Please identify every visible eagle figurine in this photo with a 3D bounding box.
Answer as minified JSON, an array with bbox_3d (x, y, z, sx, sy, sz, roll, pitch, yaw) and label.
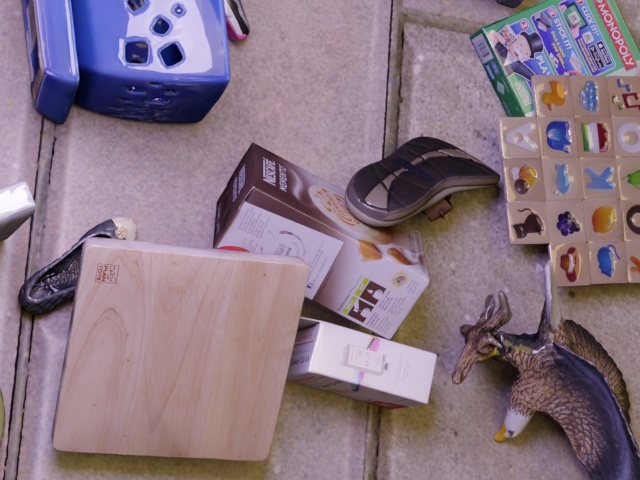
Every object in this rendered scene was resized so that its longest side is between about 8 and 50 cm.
[{"bbox_3d":[0.307,0.196,1.952,0.298,0.225,0.226,32,60,-1],"label":"eagle figurine"}]

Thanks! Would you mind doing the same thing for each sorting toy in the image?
[{"bbox_3d":[-0.167,0.116,1.777,0.255,0.089,0.257,6,112,-18],"label":"sorting toy"}]

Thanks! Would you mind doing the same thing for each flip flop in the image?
[{"bbox_3d":[0.124,-0.061,1.952,0.112,0.080,0.277,34,35,24],"label":"flip flop"}]

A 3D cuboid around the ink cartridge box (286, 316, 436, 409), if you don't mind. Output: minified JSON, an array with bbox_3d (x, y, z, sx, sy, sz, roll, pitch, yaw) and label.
[{"bbox_3d":[0.027,0.149,1.884,0.198,0.115,0.067,17,75,-16],"label":"ink cartridge box"}]

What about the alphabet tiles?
[{"bbox_3d":[0.397,-0.083,2.077,0.342,0.011,0.285,-2,82,-21],"label":"alphabet tiles"}]

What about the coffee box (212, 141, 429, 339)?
[{"bbox_3d":[0.000,0.000,1.876,0.246,0.141,0.098,27,112,-15],"label":"coffee box"}]

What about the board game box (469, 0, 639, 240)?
[{"bbox_3d":[0.364,-0.180,2.112,0.213,0.046,0.317,-25,90,-23],"label":"board game box"}]

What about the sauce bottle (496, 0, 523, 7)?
[{"bbox_3d":[0.119,-0.402,2.026,0.344,0.111,0.111,21,73,-18],"label":"sauce bottle"}]

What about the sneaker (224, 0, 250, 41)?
[{"bbox_3d":[-0.116,-0.336,1.946,0.074,0.063,0.170,-21,83,-17],"label":"sneaker"}]

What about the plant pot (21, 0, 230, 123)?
[{"bbox_3d":[-0.236,-0.262,1.803,0.212,0.236,0.236,-6,83,-15],"label":"plant pot"}]

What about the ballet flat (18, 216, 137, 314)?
[{"bbox_3d":[-0.281,0.031,1.822,0.173,0.049,0.057,-41,97,-22],"label":"ballet flat"}]

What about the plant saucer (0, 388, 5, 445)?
[{"bbox_3d":[-0.469,0.191,1.703,0.241,0.037,0.241,6,68,-15],"label":"plant saucer"}]

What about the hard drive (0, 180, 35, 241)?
[{"bbox_3d":[-0.472,0.021,1.667,0.307,0.203,0.040,-23,89,-23],"label":"hard drive"}]
